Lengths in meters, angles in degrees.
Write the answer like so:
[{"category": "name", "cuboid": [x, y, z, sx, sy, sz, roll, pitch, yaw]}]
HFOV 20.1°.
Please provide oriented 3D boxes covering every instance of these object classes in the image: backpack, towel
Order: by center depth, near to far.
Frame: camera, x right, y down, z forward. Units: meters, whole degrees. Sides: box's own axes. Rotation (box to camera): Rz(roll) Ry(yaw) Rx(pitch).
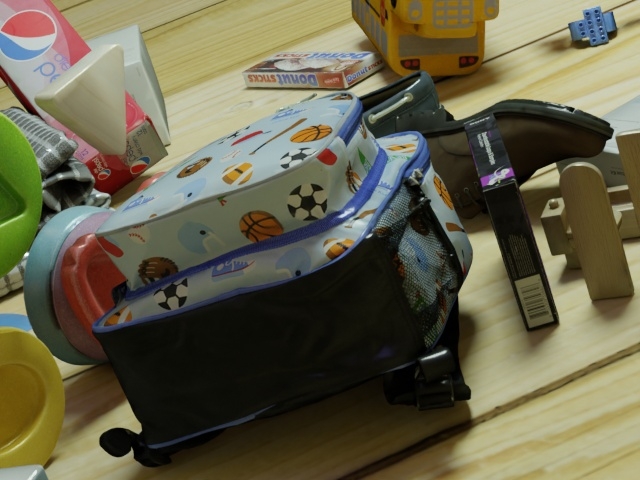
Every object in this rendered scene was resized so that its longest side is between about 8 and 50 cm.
[{"category": "backpack", "cuboid": [-0.020, 0.016, 1.302, 0.276, 0.213, 0.263, -13, 10, 22]}, {"category": "towel", "cuboid": [-0.354, -0.032, 1.809, 0.235, 0.121, 0.283, -27, 22, -18]}]

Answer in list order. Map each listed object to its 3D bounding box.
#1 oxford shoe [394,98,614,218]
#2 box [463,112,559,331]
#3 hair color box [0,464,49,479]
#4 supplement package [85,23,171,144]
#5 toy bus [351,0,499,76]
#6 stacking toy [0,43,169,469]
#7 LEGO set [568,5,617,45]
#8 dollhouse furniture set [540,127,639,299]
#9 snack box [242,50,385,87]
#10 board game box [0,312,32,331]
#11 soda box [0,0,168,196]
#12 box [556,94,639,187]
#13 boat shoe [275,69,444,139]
[{"category": "oxford shoe", "cuboid": [0.151, -0.063, 1.511, 0.083, 0.096, 0.227, 19, -18, -37]}, {"category": "box", "cuboid": [0.141, -0.017, 1.350, 0.029, 0.116, 0.162, -17, 20, 7]}, {"category": "hair color box", "cuboid": [-0.346, 0.249, 1.101, 0.374, 0.114, 0.185, -9, 22, 23]}, {"category": "supplement package", "cuboid": [-0.238, -0.166, 2.068, 0.105, 0.105, 0.179, -19, 22, 1]}, {"category": "toy bus", "cuboid": [0.107, -0.263, 1.961, 0.108, 0.130, 0.333, -3, 19, -8]}, {"category": "stacking toy", "cuboid": [-0.241, 0.011, 1.387, 0.130, 0.279, 0.309, 1, 24, 39]}, {"category": "LEGO set", "cuboid": [0.317, -0.253, 1.830, 0.227, 0.087, 0.093, -14, 6, 14]}, {"category": "dollhouse furniture set", "cuboid": [0.232, -0.048, 1.337, 0.144, 0.123, 0.151, -9, 23, 24]}, {"category": "snack box", "cuboid": [-0.010, -0.195, 2.064, 0.064, 0.022, 0.178, -31, 24, -35]}, {"category": "board game box", "cuboid": [-0.325, 0.108, 1.555, 0.133, 0.033, 0.168, -1, 18, 38]}, {"category": "soda box", "cuboid": [-0.277, -0.168, 1.919, 0.092, 0.083, 0.263, -37, 62, -9]}, {"category": "box", "cuboid": [0.311, -0.098, 1.520, 0.186, 0.038, 0.145, -28, 22, -27]}, {"category": "boat shoe", "cuboid": [-0.006, -0.097, 1.730, 0.254, 0.079, 0.095, -14, 21, 12]}]
